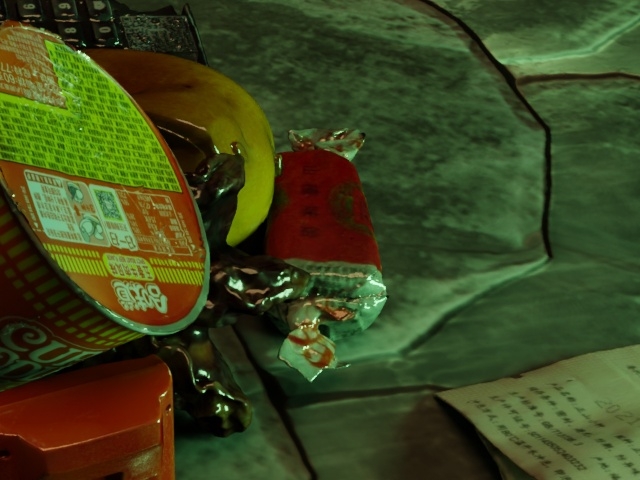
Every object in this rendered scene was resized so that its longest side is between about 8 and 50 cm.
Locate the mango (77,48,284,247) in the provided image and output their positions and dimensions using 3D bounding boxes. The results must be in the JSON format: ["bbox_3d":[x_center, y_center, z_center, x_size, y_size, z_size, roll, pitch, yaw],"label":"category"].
[{"bbox_3d":[-0.142,-0.066,1.349,0.236,0.136,0.166,13,26,10],"label":"mango"}]

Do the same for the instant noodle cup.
[{"bbox_3d":[-0.202,0.011,1.079,0.193,0.212,0.193,45,28,-32],"label":"instant noodle cup"}]

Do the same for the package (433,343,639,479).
[{"bbox_3d":[0.216,0.141,1.222,0.204,0.062,0.251,-8,37,-25],"label":"package"}]

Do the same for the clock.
[{"bbox_3d":[-0.127,0.151,1.044,0.113,0.155,0.061,-14,31,-27],"label":"clock"}]

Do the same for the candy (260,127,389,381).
[{"bbox_3d":[-0.001,-0.001,1.356,0.086,0.059,0.292,4,36,-6],"label":"candy"}]

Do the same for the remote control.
[{"bbox_3d":[-0.289,-0.136,1.462,0.399,0.062,0.144,-3,38,-14],"label":"remote control"}]

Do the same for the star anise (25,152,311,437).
[{"bbox_3d":[-0.123,0.029,1.203,0.220,0.190,0.126,15,12,10],"label":"star anise"}]
